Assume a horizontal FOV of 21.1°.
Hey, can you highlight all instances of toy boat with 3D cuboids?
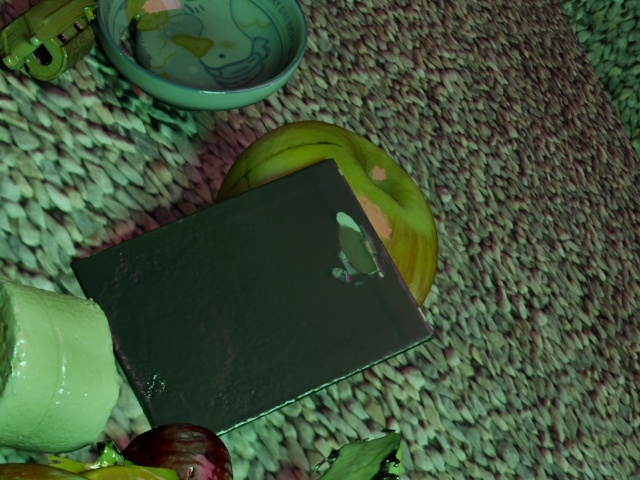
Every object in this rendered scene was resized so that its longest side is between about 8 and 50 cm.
[{"bbox_3d":[-0.316,-0.249,2.063,0.088,0.068,0.226,53,22,-9],"label":"toy boat"}]

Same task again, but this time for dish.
[{"bbox_3d":[-0.164,-0.246,2.242,0.273,0.133,0.273,9,48,-10],"label":"dish"}]

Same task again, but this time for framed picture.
[{"bbox_3d":[-0.071,0.065,1.857,0.324,0.013,0.244,-22,71,-19],"label":"framed picture"}]

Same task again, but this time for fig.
[{"bbox_3d":[-0.150,0.226,1.649,0.150,0.128,0.128,39,24,8],"label":"fig"}]

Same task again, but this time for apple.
[{"bbox_3d":[0.000,0.000,2.061,0.286,0.233,0.286,37,24,-19],"label":"apple"}]

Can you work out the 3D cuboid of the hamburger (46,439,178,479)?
[{"bbox_3d":[-0.187,0.271,1.525,0.164,0.093,0.189,22,49,-28],"label":"hamburger"}]

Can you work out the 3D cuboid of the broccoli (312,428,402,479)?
[{"bbox_3d":[0.040,0.334,1.723,0.180,0.243,0.273,68,28,-17],"label":"broccoli"}]

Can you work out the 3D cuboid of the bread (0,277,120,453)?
[{"bbox_3d":[-0.267,0.115,1.566,0.141,0.134,0.148,20,66,-50],"label":"bread"}]

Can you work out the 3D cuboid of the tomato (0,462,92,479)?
[{"bbox_3d":[-0.234,0.306,1.280,0.270,0.223,0.270,-17,90,-71],"label":"tomato"}]
